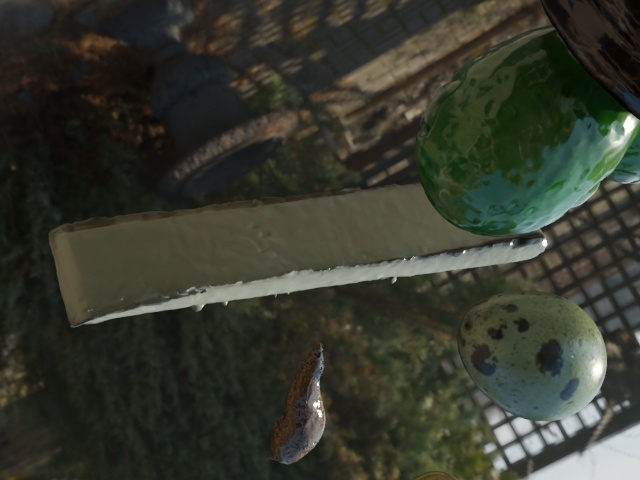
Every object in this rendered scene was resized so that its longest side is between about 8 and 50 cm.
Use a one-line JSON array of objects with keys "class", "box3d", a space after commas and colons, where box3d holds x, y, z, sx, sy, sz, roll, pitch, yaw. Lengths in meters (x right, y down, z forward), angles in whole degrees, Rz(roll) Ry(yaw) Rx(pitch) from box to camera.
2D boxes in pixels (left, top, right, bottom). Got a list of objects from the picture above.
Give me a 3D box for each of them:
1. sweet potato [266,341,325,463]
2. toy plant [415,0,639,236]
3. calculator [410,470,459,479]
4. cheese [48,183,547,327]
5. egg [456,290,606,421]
[{"class": "sweet potato", "box3d": [-0.021, 0.228, 1.307, 0.068, 0.068, 0.226, -18, 138, -44]}, {"class": "toy plant", "box3d": [0.177, -0.099, 0.562, 0.218, 0.175, 0.235, -11, 149, -44]}, {"class": "calculator", "box3d": [0.095, 0.335, 1.047, 0.236, 0.157, 0.033, -34, 137, -26]}, {"class": "cheese", "box3d": [-0.001, 0.000, 0.765, 0.400, 0.085, 0.034, -8, 144, -27]}, {"class": "egg", "box3d": [0.287, 0.153, 1.371, 0.228, 0.177, 0.177, 26, 139, -27]}]
